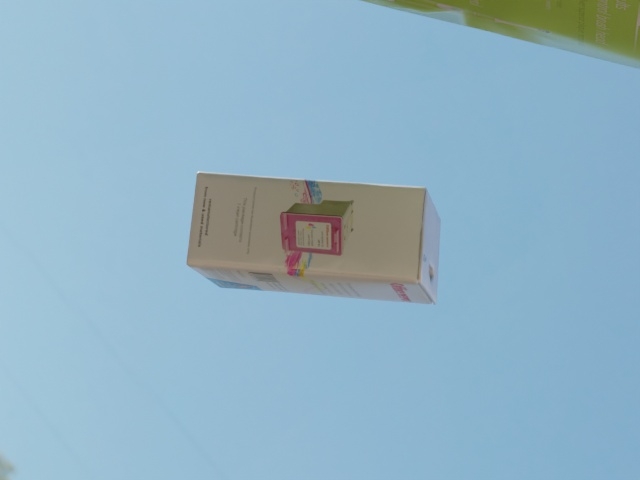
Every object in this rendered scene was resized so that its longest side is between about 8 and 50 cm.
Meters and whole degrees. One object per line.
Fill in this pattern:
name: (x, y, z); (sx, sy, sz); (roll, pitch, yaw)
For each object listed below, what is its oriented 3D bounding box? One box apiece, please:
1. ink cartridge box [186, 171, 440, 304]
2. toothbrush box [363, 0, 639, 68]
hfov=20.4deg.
ink cartridge box: (0.000, 0.000, 0.940); (0.122, 0.052, 0.088); (5, -9, 9)
toothbrush box: (0.141, -0.187, 0.744); (0.283, 0.206, 0.122); (16, -11, 10)
